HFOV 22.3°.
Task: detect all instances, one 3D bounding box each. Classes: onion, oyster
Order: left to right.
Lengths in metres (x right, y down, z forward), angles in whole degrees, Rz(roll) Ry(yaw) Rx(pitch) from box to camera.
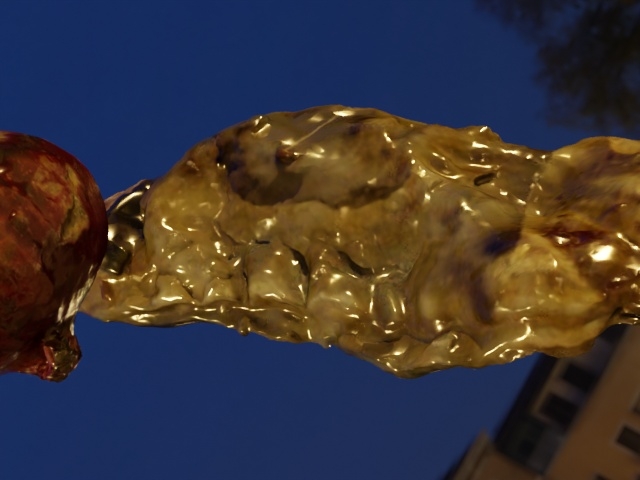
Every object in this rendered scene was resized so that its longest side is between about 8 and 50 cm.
[{"bbox_3d":[-0.120,0.011,0.566,0.107,0.097,0.107,-39,-4,-3],"label":"onion"},{"bbox_3d":[0.001,-0.002,0.659,0.129,0.345,0.079,-62,-40,-41],"label":"oyster"}]
